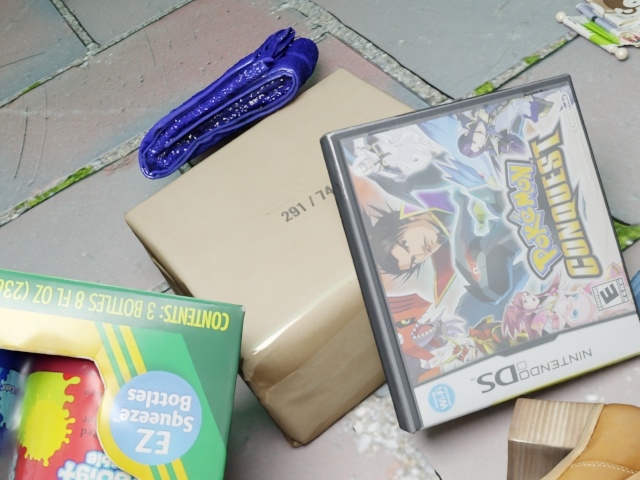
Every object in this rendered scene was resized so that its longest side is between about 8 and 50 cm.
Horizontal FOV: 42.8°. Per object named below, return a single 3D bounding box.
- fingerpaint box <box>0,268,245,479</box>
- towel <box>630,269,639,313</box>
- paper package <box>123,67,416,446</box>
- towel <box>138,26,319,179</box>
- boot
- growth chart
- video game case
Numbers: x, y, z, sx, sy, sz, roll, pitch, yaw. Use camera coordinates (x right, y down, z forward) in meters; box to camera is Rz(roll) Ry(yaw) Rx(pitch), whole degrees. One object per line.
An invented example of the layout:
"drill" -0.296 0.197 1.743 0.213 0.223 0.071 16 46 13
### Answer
"fingerpaint box" -0.302 0.201 0.577 0.445 0.163 0.371 11 76 -13
"towel" 0.346 0.073 0.782 0.067 0.029 0.119 -43 46 -20
"paper package" 0.000 0.000 0.896 0.325 0.168 0.309 -36 45 -12
"towel" -0.116 -0.196 1.084 0.227 0.076 0.308 -29 14 14
"boot" 0.239 0.247 0.613 0.220 0.109 0.283 6 39 21
"growth chart" 0.453 -0.340 1.146 0.237 0.021 0.172 -31 43 -10
"video game case" 0.153 0.007 0.748 0.248 0.275 0.035 -16 -1 -13
